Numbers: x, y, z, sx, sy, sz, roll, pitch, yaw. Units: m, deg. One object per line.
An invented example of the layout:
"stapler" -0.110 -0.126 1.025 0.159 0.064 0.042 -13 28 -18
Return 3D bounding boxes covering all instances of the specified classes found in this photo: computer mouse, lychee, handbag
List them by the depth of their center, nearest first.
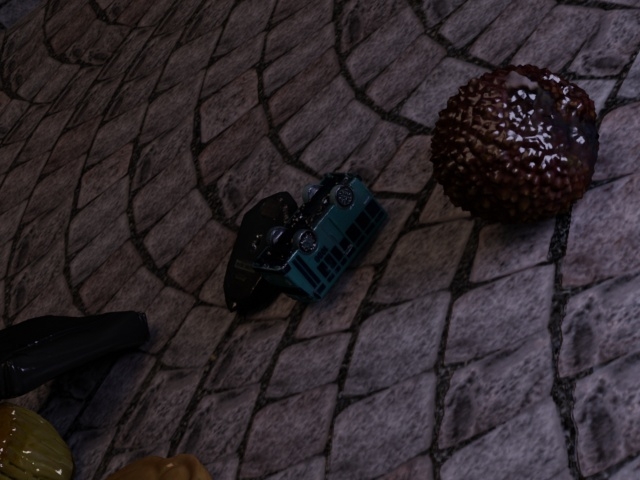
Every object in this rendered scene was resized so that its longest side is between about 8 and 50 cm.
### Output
"lychee" 0.202 -0.098 1.545 0.188 0.188 0.188 -32 32 23
"computer mouse" -0.070 0.019 1.869 0.099 0.057 0.172 18 82 47
"handbag" -0.382 0.150 1.975 0.223 0.080 0.247 -13 7 46

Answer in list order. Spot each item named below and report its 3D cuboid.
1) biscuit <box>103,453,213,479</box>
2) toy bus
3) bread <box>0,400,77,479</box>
"biscuit" -0.229 0.381 1.624 0.312 0.057 0.351 -47 29 2
"toy bus" 0.000 0.000 1.763 0.160 0.092 0.079 -51 27 -21
"bread" -0.447 0.321 1.897 0.253 0.142 0.227 -6 55 47
